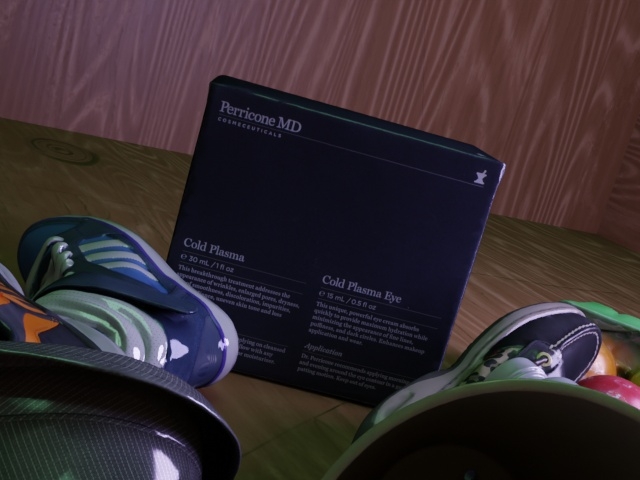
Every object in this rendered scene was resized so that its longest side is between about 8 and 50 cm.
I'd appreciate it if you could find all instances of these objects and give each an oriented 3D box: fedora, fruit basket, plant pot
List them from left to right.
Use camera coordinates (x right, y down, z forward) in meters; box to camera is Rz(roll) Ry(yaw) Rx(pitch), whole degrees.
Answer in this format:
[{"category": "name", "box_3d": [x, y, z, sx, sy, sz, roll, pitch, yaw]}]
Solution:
[{"category": "fedora", "box_3d": [-0.179, 0.167, 0.541, 0.275, 0.244, 0.124, 2, 47, -15]}, {"category": "plant pot", "box_3d": [0.097, 0.209, 0.621, 0.256, 0.257, 0.274, 16, -5, 0]}, {"category": "fruit basket", "box_3d": [0.345, 0.206, 1.183, 0.327, 0.165, 0.353, 22, 29, 25]}]

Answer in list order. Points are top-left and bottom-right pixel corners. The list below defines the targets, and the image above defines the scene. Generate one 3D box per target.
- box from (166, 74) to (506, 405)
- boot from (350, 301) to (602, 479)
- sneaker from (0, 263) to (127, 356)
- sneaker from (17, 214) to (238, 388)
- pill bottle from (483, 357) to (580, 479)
[{"category": "box", "box_3d": [0.000, 0.000, 1.169, 0.343, 0.313, 0.179, 16, 12, -6]}, {"category": "boot", "box_3d": [0.238, 0.200, 0.913, 0.284, 0.138, 0.377, 27, 30, 35]}, {"category": "sneaker", "box_3d": [-0.280, 0.039, 0.654, 0.321, 0.125, 0.180, 13, -20, 33]}, {"category": "sneaker", "box_3d": [-0.259, 0.060, 0.990, 0.322, 0.130, 0.236, 29, 13, 27]}, {"category": "pill bottle", "box_3d": [0.194, 0.163, 0.759, 0.087, 0.087, 0.160, 6, 25, -39]}]
